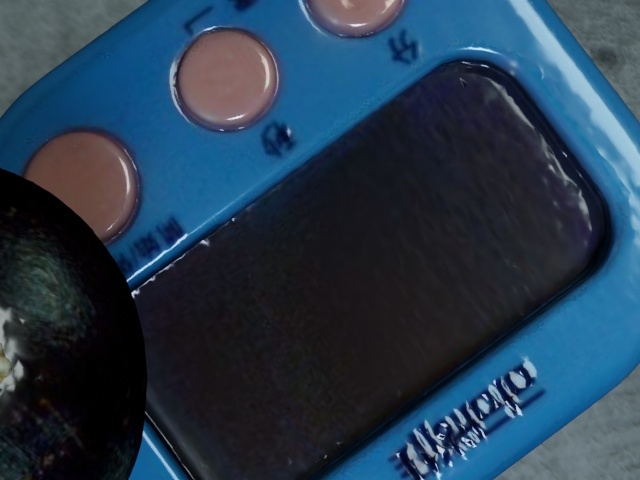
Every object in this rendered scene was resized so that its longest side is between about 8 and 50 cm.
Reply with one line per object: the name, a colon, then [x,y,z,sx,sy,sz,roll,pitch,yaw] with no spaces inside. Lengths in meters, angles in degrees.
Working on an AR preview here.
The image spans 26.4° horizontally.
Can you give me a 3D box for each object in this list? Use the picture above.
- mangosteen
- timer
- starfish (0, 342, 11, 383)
mangosteen: [-0.185,0.055,0.574,0.243,0.243,0.243,20,52,-27]
timer: [0.000,0.000,0.737,0.340,0.115,0.309,-36,85,-3]
starfish: [-0.229,0.034,0.419,0.050,0.247,0.138,-105,176,-59]
